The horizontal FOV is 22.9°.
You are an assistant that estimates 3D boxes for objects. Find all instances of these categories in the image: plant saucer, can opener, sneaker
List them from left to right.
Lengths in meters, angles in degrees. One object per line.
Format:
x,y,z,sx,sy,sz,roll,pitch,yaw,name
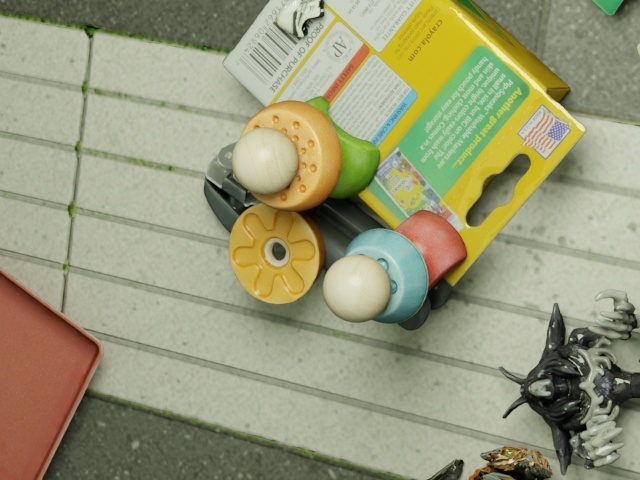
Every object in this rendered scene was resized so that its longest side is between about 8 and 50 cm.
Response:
-0.378,0.151,1.792,0.258,0.048,0.259,34,110,18,plant saucer
-0.006,-0.229,1.492,0.037,0.032,0.083,37,116,3,sneaker
0.000,0.000,1.595,0.283,0.076,0.095,37,142,16,can opener

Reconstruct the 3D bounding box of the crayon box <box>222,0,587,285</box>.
0.086,-0.140,1.517,0.323,0.083,0.203,45,112,15,crayon box

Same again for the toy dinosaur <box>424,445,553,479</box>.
0.106,0.336,1.532,0.322,0.164,0.218,-60,27,32,toy dinosaur

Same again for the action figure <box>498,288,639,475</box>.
0.277,0.126,1.426,0.276,0.141,0.164,-7,76,25,action figure

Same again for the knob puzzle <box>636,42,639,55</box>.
0.398,-0.133,1.400,0.213,0.030,0.213,3,97,25,knob puzzle

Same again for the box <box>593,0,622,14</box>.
0.287,-0.300,1.426,0.105,0.043,0.179,45,110,14,box

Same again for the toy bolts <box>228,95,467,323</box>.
-0.008,0.007,1.450,0.228,0.158,0.218,41,116,16,toy bolts
